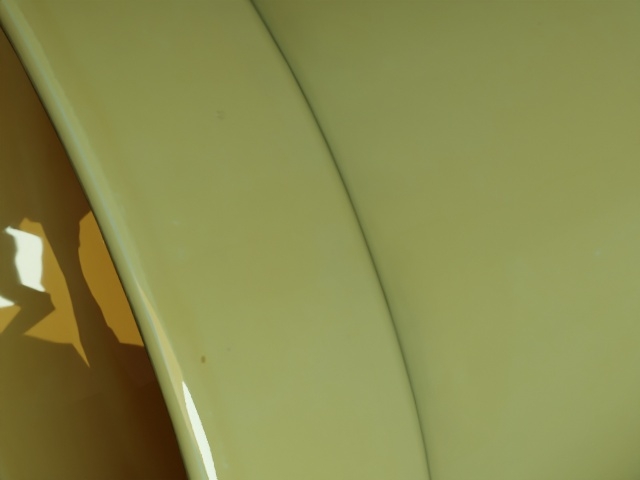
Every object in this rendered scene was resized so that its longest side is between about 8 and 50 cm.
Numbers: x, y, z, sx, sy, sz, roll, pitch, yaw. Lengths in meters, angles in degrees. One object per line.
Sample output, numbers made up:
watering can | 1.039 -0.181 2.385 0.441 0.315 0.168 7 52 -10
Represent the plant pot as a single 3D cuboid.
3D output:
plant pot | 0.000 0.000 0.597 0.203 0.291 0.291 -21 104 -21
